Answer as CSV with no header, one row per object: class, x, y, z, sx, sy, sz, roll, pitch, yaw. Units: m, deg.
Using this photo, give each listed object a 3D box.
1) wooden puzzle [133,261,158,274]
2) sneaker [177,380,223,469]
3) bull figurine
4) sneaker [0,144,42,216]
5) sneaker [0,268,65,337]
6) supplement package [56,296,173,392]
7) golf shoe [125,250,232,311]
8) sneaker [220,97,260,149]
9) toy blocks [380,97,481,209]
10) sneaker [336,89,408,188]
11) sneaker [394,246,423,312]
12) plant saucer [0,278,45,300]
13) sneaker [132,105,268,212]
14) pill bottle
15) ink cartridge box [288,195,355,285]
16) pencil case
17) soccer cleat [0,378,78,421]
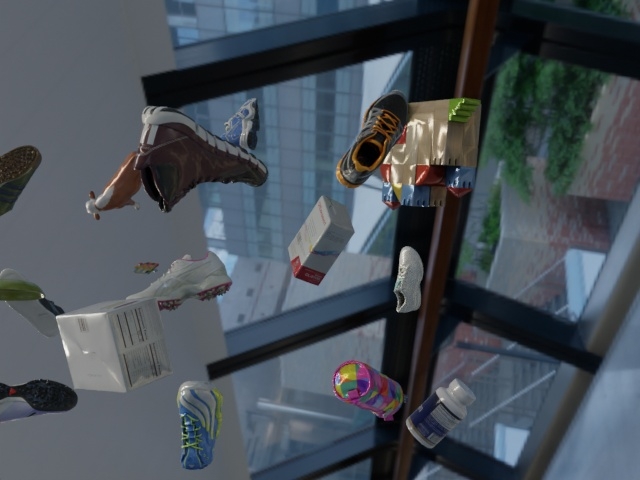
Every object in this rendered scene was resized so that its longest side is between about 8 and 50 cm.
wooden puzzle,-0.473,0.075,1.823,0.049,0.083,0.006,-51,-42,-52
sneaker,-0.239,0.381,1.346,0.240,0.091,0.126,91,178,-50
bull figurine,-0.676,-0.185,2.334,0.310,0.101,0.188,-44,-14,19
sneaker,-0.620,-0.101,1.316,0.192,0.064,0.086,-49,-14,-21
sneaker,-1.036,0.224,2.425,0.105,0.295,0.147,-41,5,-8
supplement package,-0.528,0.264,1.721,0.145,0.262,0.203,-17,-84,-48
golf shoe,-0.413,0.122,1.924,0.115,0.307,0.140,129,123,-64
sneaker,-0.194,-0.294,1.665,0.211,0.081,0.080,-86,-7,-56
toy blocks,0.239,-0.194,1.613,0.381,0.191,0.260,12,100,58
sneaker,0.110,-0.194,1.270,0.214,0.084,0.083,-62,8,-13
sneaker,0.269,0.127,2.133,0.094,0.080,0.212,-11,-80,-38
plant saucer,-0.985,0.153,2.096,0.241,0.241,0.037,69,-161,-75
sneaker,-0.224,-0.112,1.208,0.281,0.107,0.162,27,-103,-44
pill bottle,0.302,0.425,1.669,0.169,0.094,0.094,-47,-3,9
ink cartridge box,0.000,0.000,1.619,0.175,0.072,0.127,-56,25,25
pencil case,0.115,0.346,1.545,0.236,0.105,0.104,40,-124,-54
soccer cleat,-0.885,0.484,1.993,0.108,0.319,0.116,-104,21,-50
